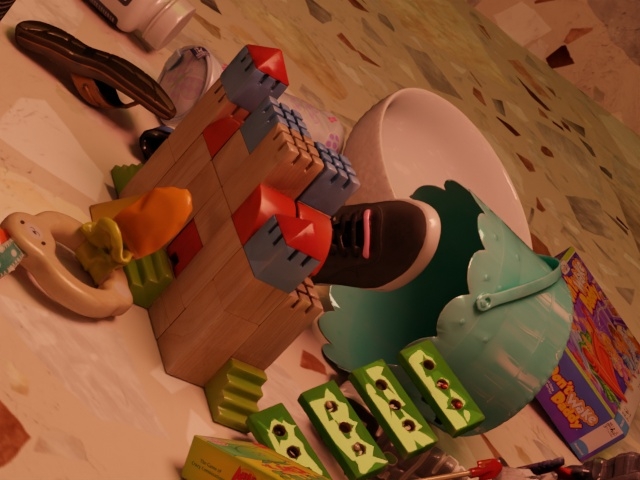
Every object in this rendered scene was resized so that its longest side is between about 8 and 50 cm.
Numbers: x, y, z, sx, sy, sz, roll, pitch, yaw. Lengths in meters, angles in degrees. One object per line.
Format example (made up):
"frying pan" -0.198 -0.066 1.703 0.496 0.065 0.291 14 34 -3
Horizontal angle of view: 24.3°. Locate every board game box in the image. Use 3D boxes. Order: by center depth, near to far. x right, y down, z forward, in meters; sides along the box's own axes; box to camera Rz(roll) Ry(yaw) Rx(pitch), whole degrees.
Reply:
"board game box" -0.031 0.230 1.344 0.181 0.043 0.092 20 1 42
"board game box" 0.379 0.158 2.202 0.233 0.078 0.347 55 22 1

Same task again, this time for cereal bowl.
"cereal bowl" 0.143 -0.035 2.066 0.339 0.141 0.339 33 41 -34

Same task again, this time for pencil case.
"pencil case" -0.093 -0.164 1.986 0.273 0.113 0.124 24 17 -40

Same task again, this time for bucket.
"bucket" 0.153 0.085 1.766 0.183 0.281 0.281 37 22 -26

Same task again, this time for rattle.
"rattle" -0.237 -0.009 1.427 0.199 0.142 0.130 30 43 -44

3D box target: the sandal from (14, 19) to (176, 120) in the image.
"sandal" -0.278 -0.198 1.813 0.219 0.060 0.090 25 18 -7

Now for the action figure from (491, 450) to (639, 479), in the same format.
"action figure" 0.326 0.342 1.623 0.330 0.341 0.179 33 58 -9

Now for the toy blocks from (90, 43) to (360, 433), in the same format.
"toy blocks" -0.077 -0.030 1.566 0.190 0.261 0.381 26 28 -36

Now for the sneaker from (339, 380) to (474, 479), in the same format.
"sneaker" 0.104 0.230 1.644 0.228 0.086 0.132 42 19 -1

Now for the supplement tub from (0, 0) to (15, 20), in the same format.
"supplement tub" -0.374 -0.319 1.475 0.207 0.338 0.207 36 23 -17

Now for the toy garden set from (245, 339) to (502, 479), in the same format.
"toy garden set" 0.069 0.230 1.517 0.244 0.049 0.204 -19 63 -34

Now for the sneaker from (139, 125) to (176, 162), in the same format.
"sneaker" -0.156 -0.084 1.797 0.152 0.058 0.084 42 15 9

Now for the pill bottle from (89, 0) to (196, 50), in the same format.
"pill bottle" -0.263 -0.350 2.039 0.180 0.108 0.108 43 22 -2

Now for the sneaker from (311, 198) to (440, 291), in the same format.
"sneaker" 0.000 0.000 1.708 0.146 0.295 0.105 11 78 -37
